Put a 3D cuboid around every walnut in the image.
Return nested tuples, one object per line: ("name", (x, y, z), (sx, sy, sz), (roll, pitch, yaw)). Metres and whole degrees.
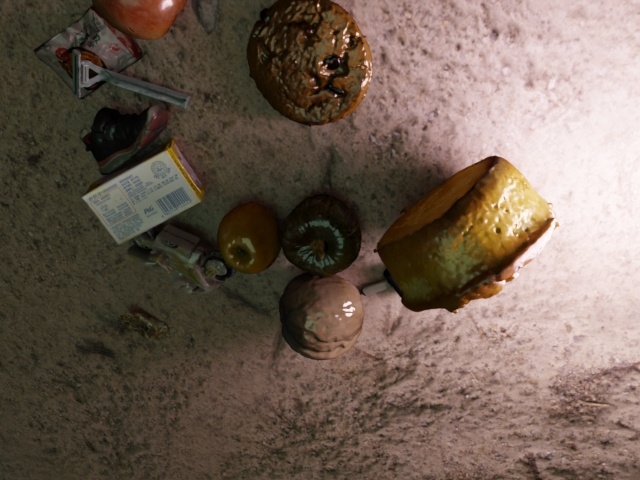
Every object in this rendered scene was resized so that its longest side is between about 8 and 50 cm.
("walnut", (0.005, 0.199, 1.513), (0.248, 0.248, 0.248), (7, 124, 10))

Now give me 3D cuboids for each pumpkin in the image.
("pumpkin", (0.000, 0.000, 1.425), (0.219, 0.162, 0.219), (4, 121, 7))

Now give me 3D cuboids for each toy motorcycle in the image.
("toy motorcycle", (-0.404, 0.063, 1.600), (0.341, 0.108, 0.223), (22, 135, 5))

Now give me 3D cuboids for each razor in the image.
("razor", (-0.457, -0.376, 1.345), (0.278, 0.056, 0.111), (12, 129, -10))

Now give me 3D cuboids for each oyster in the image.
("oyster", (-0.591, 0.284, 1.828), (0.166, 0.053, 0.108), (36, 135, -19))

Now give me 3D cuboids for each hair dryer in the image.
("hair dryer", (0.166, 0.132, 1.543), (0.198, 0.057, 0.100), (-21, 116, 35))

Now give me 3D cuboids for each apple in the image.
("apple", (-0.377, -0.521, 1.160), (0.174, 0.188, 0.188), (33, 125, -21))
("apple", (-0.189, -0.001, 1.471), (0.182, 0.155, 0.182), (11, 128, 14))

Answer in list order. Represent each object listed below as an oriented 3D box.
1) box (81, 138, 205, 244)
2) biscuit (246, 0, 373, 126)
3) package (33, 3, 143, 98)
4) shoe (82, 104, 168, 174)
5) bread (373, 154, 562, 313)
("box", (-0.459, -0.126, 1.450), (0.265, 0.097, 0.168), (-28, 114, 9))
("biscuit", (-0.027, -0.390, 1.224), (0.296, 0.075, 0.296), (7, 123, 10))
("package", (-0.560, -0.455, 1.339), (0.239, 0.030, 0.154), (-25, 124, 22))
("shoe", (-0.500, -0.281, 1.397), (0.291, 0.114, 0.137), (-25, 113, 33))
("bread", (0.316, -0.012, 1.206), (0.398, 0.398, 0.215), (-37, 96, 31))
